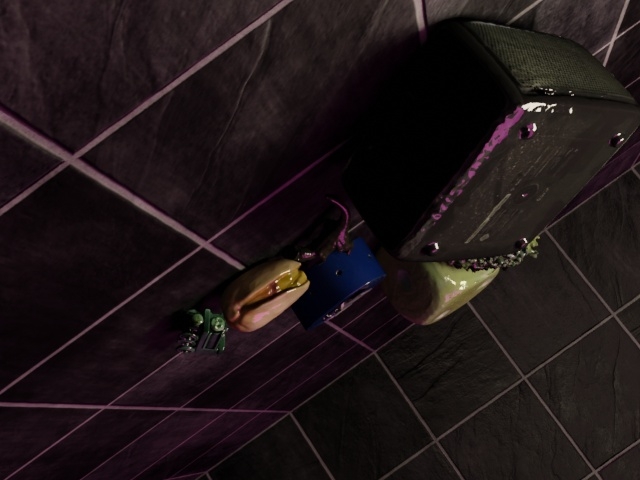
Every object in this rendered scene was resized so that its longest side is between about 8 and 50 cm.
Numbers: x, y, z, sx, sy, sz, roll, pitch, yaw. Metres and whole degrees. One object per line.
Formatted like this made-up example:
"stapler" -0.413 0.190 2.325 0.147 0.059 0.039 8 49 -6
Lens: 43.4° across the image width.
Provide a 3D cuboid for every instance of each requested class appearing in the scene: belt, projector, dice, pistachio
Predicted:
"belt" 0.034 0.106 1.944 0.212 0.117 0.347 -31 171 -23
"projector" 0.304 -0.162 1.441 0.405 0.242 0.395 -4 142 -41
"dice" 0.317 0.067 2.213 0.249 0.252 0.254 -26 164 -32
"pistachio" -0.123 0.111 1.723 0.200 0.117 0.145 -36 180 -9

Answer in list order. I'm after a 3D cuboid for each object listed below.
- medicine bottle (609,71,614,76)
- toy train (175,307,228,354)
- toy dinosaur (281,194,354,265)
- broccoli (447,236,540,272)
"medicine bottle" 0.630 -0.346 1.953 0.186 0.103 0.103 -25 161 -31
"toy train" -0.251 0.196 1.715 0.111 0.071 0.170 5 155 -14
"toy dinosaur" 0.000 0.000 1.701 0.187 0.087 0.179 -39 165 9
"broccoli" 0.385 -0.096 1.994 0.293 0.348 0.281 -2 -147 21
